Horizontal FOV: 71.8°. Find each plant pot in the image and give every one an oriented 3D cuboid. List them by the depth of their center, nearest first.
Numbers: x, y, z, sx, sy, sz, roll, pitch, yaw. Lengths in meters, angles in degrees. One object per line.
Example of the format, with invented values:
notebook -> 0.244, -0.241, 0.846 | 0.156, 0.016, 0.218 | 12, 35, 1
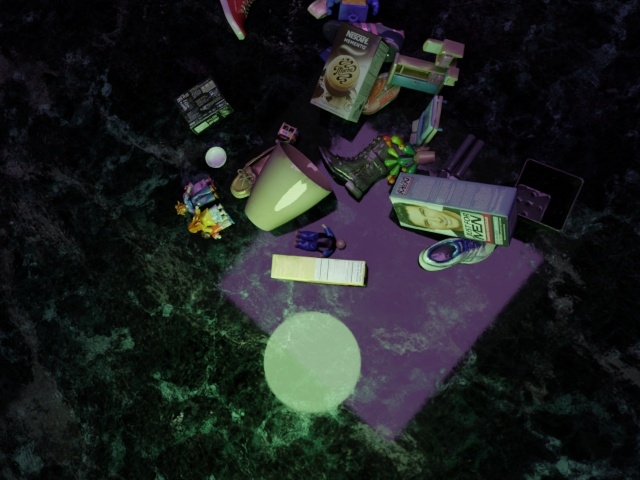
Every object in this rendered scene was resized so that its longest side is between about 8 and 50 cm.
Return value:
plant pot -> 0.729, -0.138, 1.499 | 0.188, 0.167, 0.188 | 24, 86, 9
plant pot -> -0.140, -0.171, 1.604 | 0.274, 0.256, 0.256 | -46, 79, 17

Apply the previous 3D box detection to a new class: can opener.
can opener -> 0.486, -0.259, 1.584 | 0.076, 0.095, 0.283 | 35, 89, 10

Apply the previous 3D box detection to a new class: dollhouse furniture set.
dollhouse furniture set -> 0.328, -0.481, 1.522 | 0.198, 0.286, 0.304 | 12, 79, -2

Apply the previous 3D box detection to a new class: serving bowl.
serving bowl -> -0.410, -0.326, 1.751 | 0.083, 0.027, 0.083 | -1, 83, 8

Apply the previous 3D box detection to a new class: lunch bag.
lunch bag -> 0.045, -0.701, 1.717 | 0.065, 0.067, 0.098 | -37, 78, 1

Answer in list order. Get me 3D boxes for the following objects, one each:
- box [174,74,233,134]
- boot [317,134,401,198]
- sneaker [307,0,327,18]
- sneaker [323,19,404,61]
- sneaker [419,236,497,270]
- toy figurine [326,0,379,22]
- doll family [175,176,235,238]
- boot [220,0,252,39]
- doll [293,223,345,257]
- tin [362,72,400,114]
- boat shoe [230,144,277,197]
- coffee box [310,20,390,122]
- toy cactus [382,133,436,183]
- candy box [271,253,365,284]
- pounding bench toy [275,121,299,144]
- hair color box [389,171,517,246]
box -> -0.463, -0.537, 1.760 | 0.180, 0.077, 0.147 | -33, 80, 2
boot -> 0.145, -0.308, 1.639 | 0.229, 0.091, 0.263 | -44, 97, 0
sneaker -> 0.017, -0.937, 1.764 | 0.134, 0.051, 0.070 | -45, 97, -10
sneaker -> 0.171, -0.791, 1.707 | 0.319, 0.112, 0.131 | 24, 66, 10
sneaker -> 0.492, 0.032, 1.529 | 0.296, 0.131, 0.112 | -22, 78, 3
toy figurine -> 0.096, -0.910, 1.632 | 0.362, 0.191, 0.217 | 2, 74, -7
doll family -> -0.459, -0.124, 1.685 | 0.163, 0.118, 0.263 | -29, 80, 3
boot -> -0.302, -0.945, 1.790 | 0.176, 0.088, 0.244 | -21, 77, 3
doll -> 0.000, 0.000, 1.643 | 0.188, 0.046, 0.129 | 8, 85, 9
tin -> 0.219, -0.558, 1.691 | 0.189, 0.040, 0.106 | -35, 76, 3
boat shoe -> -0.234, -0.275, 1.689 | 0.285, 0.089, 0.105 | -41, 80, 1
coffee box -> 0.107, -0.607, 1.613 | 0.168, 0.119, 0.297 | 29, 109, 18
toy cactus -> 0.310, -0.283, 1.551 | 0.180, 0.219, 0.112 | -3, 38, 22
candy box -> 0.002, 0.107, 1.559 | 0.316, 0.183, 0.088 | 3, 84, 8
pounding bench toy -> -0.128, -0.398, 1.709 | 0.065, 0.052, 0.083 | 27, 87, 10
hair color box -> 0.436, -0.105, 1.454 | 0.374, 0.185, 0.114 | 14, 66, 31
